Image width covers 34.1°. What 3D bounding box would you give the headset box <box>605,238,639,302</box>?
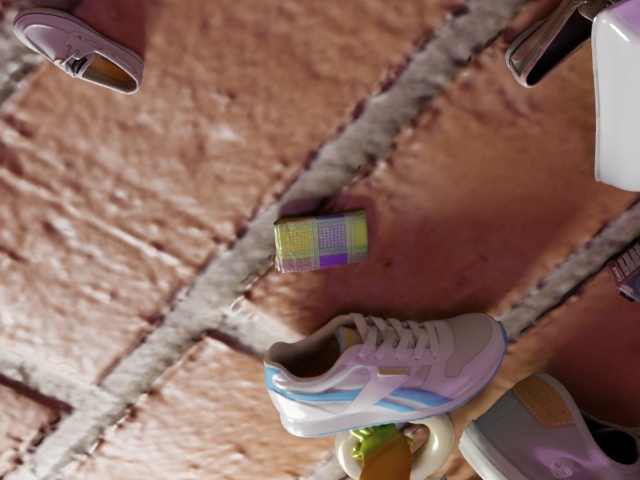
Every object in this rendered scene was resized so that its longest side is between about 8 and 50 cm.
[{"bbox_3d":[0.311,0.026,0.962,0.062,0.032,0.083,30,119,-29],"label":"headset box"}]

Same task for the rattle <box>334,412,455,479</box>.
[{"bbox_3d":[0.094,0.254,1.060,0.130,0.143,0.199,-21,126,-15],"label":"rattle"}]

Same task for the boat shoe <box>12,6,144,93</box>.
[{"bbox_3d":[-0.174,-0.134,0.754,0.100,0.035,0.035,25,122,-27],"label":"boat shoe"}]

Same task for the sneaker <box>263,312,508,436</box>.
[{"bbox_3d":[0.060,0.112,0.965,0.229,0.087,0.092,-17,128,4],"label":"sneaker"}]

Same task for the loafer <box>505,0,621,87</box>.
[{"bbox_3d":[0.194,-0.162,0.781,0.045,0.039,0.125,32,119,-29],"label":"loafer"}]

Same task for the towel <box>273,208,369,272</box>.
[{"bbox_3d":[0.000,0.000,0.910,0.083,0.009,0.060,-7,130,-3],"label":"towel"}]

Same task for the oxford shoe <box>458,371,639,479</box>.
[{"bbox_3d":[0.331,0.272,1.104,0.449,0.169,0.130,35,95,-31],"label":"oxford shoe"}]

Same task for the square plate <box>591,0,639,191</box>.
[{"bbox_3d":[0.360,-0.132,0.713,0.347,0.049,0.344,-20,163,10],"label":"square plate"}]
